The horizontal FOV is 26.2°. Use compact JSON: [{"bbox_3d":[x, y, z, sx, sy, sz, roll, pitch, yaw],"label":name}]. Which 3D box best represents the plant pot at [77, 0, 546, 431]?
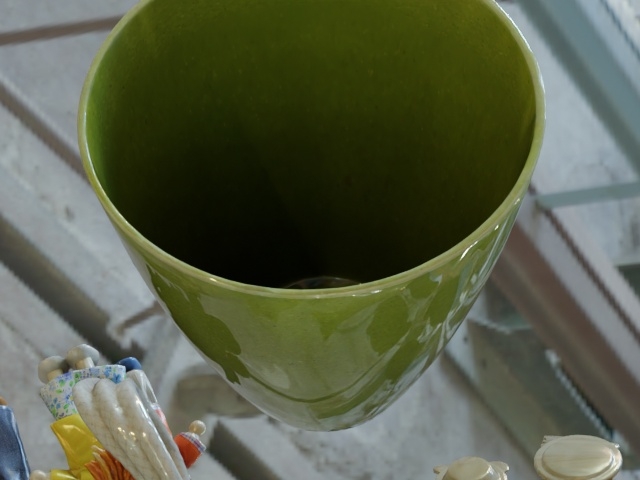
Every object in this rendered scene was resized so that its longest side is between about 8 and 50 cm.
[{"bbox_3d":[0.000,0.000,0.925,0.293,0.275,0.274,86,18,-55],"label":"plant pot"}]

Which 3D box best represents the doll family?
[{"bbox_3d":[-0.206,0.180,1.017,0.163,0.263,0.118,60,-14,28],"label":"doll family"}]

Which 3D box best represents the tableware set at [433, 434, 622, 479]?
[{"bbox_3d":[0.150,0.191,0.986,0.168,0.141,0.020,-80,164,-63],"label":"tableware set"}]

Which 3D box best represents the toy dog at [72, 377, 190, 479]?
[{"bbox_3d":[-0.089,0.224,0.654,0.220,0.161,0.333,58,-7,26],"label":"toy dog"}]
